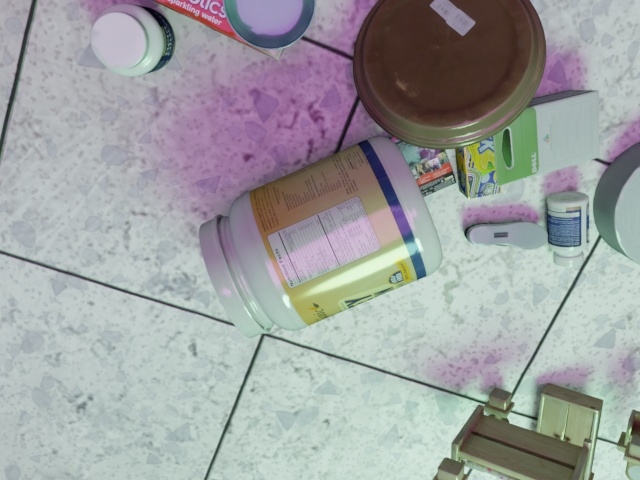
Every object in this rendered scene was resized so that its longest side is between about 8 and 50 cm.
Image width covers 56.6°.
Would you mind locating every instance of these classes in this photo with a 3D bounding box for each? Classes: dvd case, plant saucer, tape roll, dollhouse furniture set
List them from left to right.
[{"bbox_3d":[-0.066,-0.310,0.770,0.119,0.021,0.119,-2,108,-6],"label":"plant saucer"},{"bbox_3d":[0.167,-0.132,0.985,0.087,0.013,0.119,-24,110,4],"label":"dvd case"},{"bbox_3d":[0.180,-0.270,0.855,0.277,0.041,0.278,-2,83,14],"label":"plant saucer"},{"bbox_3d":[0.396,0.414,1.005,0.303,0.355,0.174,11,112,33],"label":"dollhouse furniture set"},{"bbox_3d":[0.587,-0.063,1.011,0.219,0.072,0.219,-2,110,-4],"label":"tape roll"}]

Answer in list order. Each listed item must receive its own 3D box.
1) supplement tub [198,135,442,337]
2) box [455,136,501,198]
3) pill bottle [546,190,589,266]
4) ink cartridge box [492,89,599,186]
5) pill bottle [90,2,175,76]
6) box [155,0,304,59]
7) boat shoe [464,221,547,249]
[{"bbox_3d":[0.000,0.000,0.904,0.316,0.228,0.228,-23,109,4],"label":"supplement tub"},{"bbox_3d":[0.252,-0.157,0.961,0.059,0.054,0.169,-11,109,-1],"label":"box"},{"bbox_3d":[0.423,-0.019,1.015,0.067,0.067,0.120,-9,109,-1],"label":"pill bottle"},{"bbox_3d":[0.336,-0.163,0.927,0.209,0.062,0.109,-17,110,-20],"label":"ink cartridge box"},{"bbox_3d":[-0.259,-0.276,0.819,0.094,0.169,0.094,-1,109,-4],"label":"pill bottle"},{"bbox_3d":[-0.148,-0.364,0.822,0.256,0.123,0.128,23,105,-12],"label":"box"},{"bbox_3d":[0.318,-0.012,1.024,0.142,0.040,0.049,2,100,-6],"label":"boat shoe"}]
